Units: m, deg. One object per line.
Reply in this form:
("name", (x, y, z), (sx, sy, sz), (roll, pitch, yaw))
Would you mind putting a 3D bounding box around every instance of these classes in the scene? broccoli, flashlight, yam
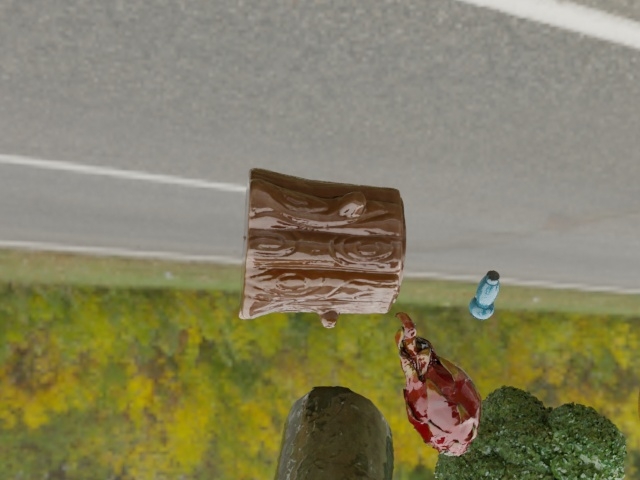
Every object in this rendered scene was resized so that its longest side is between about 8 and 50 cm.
("broccoli", (0.350, 0.429, 1.774), (0.310, 0.321, 0.413), (35, 138, -7))
("flashlight", (0.316, 0.105, 2.039), (0.051, 0.051, 0.129), (1, 146, -5))
("yam", (0.012, 0.319, 1.320), (0.161, 0.161, 0.268), (-1, -144, 6))

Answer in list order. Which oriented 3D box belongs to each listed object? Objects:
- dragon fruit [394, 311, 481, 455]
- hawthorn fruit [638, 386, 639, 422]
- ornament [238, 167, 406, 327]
("dragon fruit", (0.134, 0.162, 1.265), (0.094, 0.191, 0.094), (-20, -167, 5))
("hawthorn fruit", (0.752, 0.305, 2.117), (0.276, 0.298, 0.277), (-9, 155, -4))
("ornament", (0.000, 0.000, 1.501), (0.217, 0.235, 0.221), (4, 136, -6))
